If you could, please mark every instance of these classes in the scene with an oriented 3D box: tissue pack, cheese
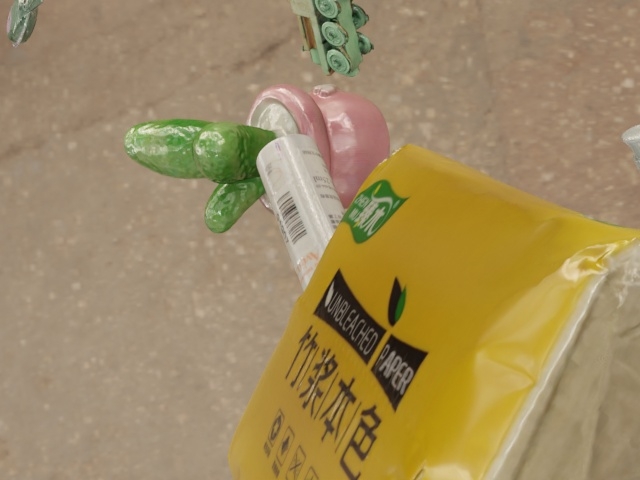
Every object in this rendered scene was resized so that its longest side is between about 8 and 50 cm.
[{"bbox_3d":[0.108,0.122,0.742,0.293,0.228,0.382,-63,15,5],"label":"tissue pack"},{"bbox_3d":[-0.352,-0.275,1.453,0.120,0.026,0.067,-42,45,48],"label":"cheese"}]

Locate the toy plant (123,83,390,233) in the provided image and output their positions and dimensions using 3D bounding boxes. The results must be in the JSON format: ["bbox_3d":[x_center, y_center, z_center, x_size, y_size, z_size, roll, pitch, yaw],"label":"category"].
[{"bbox_3d":[-0.088,-0.135,1.885,0.317,0.356,0.211,15,114,59],"label":"toy plant"}]

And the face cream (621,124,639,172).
[{"bbox_3d":[0.449,-0.042,1.469,0.101,0.101,0.252,-24,117,38],"label":"face cream"}]

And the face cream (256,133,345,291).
[{"bbox_3d":[0.000,0.000,1.409,0.082,0.082,0.269,-44,52,33],"label":"face cream"}]

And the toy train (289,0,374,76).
[{"bbox_3d":[0.006,-0.312,1.708,0.118,0.074,0.176,21,144,33],"label":"toy train"}]
